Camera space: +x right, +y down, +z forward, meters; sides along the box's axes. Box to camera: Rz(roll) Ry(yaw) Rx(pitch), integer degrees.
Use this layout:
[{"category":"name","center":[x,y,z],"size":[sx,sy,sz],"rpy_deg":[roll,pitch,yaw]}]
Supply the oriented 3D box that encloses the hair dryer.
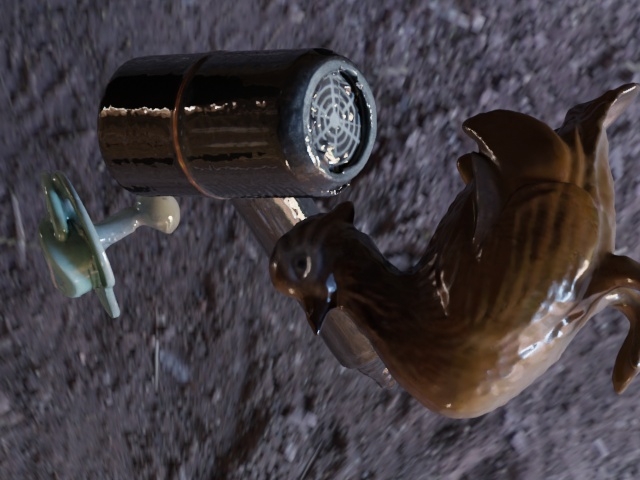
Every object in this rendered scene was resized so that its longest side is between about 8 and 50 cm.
[{"category":"hair dryer","center":[0.000,0.000,1.212],"size":[0.189,0.352,0.107],"rpy_deg":[2,50,38]}]

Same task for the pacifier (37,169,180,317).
[{"category":"pacifier","center":[-0.171,-0.011,1.305],"size":[0.117,0.150,0.126],"rpy_deg":[-28,63,-13]}]

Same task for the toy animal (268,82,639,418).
[{"category":"toy animal","center":[0.080,-0.007,0.748],"size":[0.179,0.089,0.188],"rpy_deg":[21,68,6]}]
